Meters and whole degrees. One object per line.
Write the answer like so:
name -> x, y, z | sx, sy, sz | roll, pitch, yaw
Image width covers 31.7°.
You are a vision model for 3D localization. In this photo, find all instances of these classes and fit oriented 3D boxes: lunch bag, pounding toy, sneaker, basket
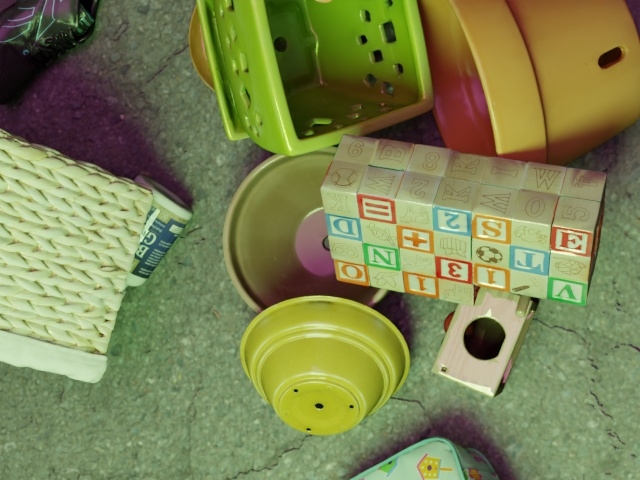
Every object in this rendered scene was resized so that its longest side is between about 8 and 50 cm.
lunch bag -> 0.132, 0.391, 1.364 | 0.224, 0.108, 0.279 | -35, 55, 25
pounding toy -> 0.210, 0.078, 1.371 | 0.094, 0.181, 0.206 | 22, 91, 15
sneaker -> -0.389, -0.302, 1.592 | 0.106, 0.101, 0.267 | 31, 94, 12
basket -> -0.447, -0.009, 1.419 | 0.328, 0.331, 0.266 | 15, 86, 44

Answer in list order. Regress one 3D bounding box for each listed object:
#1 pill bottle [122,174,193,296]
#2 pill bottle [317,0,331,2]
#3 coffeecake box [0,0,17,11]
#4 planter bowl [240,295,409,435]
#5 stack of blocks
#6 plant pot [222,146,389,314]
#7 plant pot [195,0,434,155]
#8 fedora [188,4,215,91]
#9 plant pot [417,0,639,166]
pill bottle -> -0.258, 0.003, 1.538 | 0.094, 0.094, 0.169 | 37, 95, 14
pill bottle -> 0.081, -0.350, 1.251 | 0.245, 0.130, 0.130 | -32, 77, -26
coffeecake box -> -0.515, -0.397, 1.645 | 0.185, 0.068, 0.142 | -30, 79, 10
planter bowl -> 0.002, 0.177, 1.399 | 0.217, 0.090, 0.217 | 3, 130, 3
stack of blocks -> 0.161, -0.012, 1.270 | 0.297, 0.171, 0.087 | 10, 53, 17
plant pot -> 0.000, 0.000, 1.467 | 0.237, 0.110, 0.237 | -1, 85, 13
plant pot -> -0.020, -0.240, 1.397 | 0.228, 0.207, 0.227 | -20, 104, -28
fedora -> -0.104, -0.291, 1.530 | 0.194, 0.079, 0.194 | -1, 86, 14
plant pot -> 0.252, -0.206, 1.348 | 0.203, 0.291, 0.291 | -18, 81, -4
